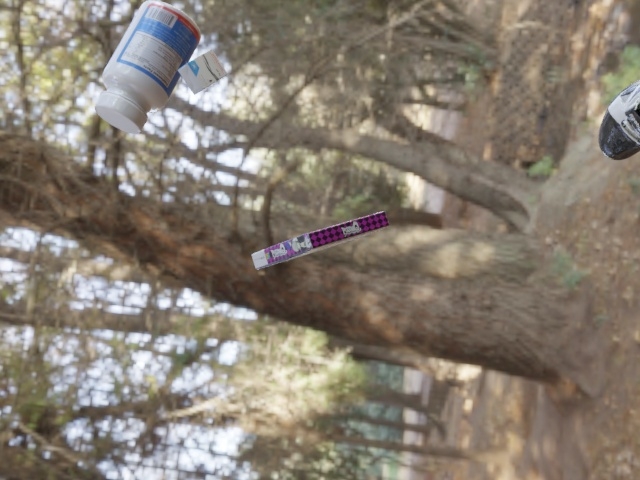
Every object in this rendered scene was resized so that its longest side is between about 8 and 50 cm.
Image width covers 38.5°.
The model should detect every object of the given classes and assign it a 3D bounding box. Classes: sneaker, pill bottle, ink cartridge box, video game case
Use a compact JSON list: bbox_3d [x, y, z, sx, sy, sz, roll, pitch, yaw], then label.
[{"bbox_3d":[0.656,-0.259,1.808,0.146,0.122,0.330,-52,-1,-44],"label":"sneaker"},{"bbox_3d":[-0.315,-0.309,1.650,0.124,0.124,0.221,79,-145,-71],"label":"pill bottle"},{"bbox_3d":[-0.181,-0.270,1.454,0.048,0.028,0.083,57,-138,-11],"label":"ink cartridge box"},{"bbox_3d":[0.000,0.000,1.995,0.232,0.210,0.042,-17,-93,-40],"label":"video game case"}]
